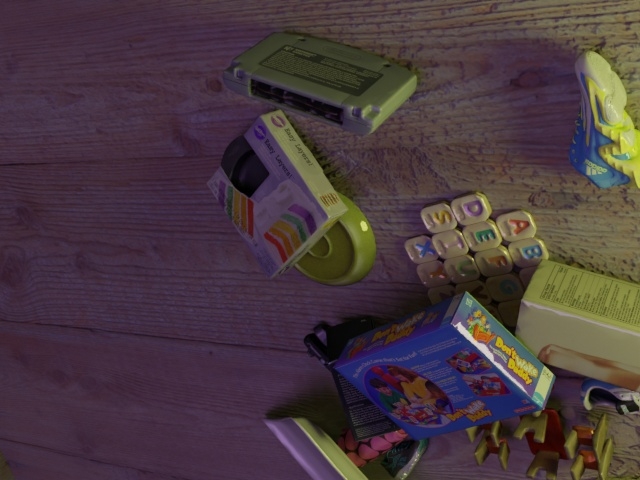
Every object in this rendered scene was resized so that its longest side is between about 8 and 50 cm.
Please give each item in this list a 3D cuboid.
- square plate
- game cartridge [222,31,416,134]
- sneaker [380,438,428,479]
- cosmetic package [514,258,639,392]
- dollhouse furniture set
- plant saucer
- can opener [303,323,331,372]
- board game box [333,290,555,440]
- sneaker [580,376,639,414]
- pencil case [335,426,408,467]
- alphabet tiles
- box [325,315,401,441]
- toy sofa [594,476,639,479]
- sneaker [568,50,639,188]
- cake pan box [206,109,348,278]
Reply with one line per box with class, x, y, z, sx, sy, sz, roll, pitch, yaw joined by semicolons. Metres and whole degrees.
square plate;0.021;0.532;2.080;0.347;0.049;0.344;48;161;-2
game cartridge;0.006;-0.283;1.549;0.297;0.198;0.062;22;128;22
sneaker;0.186;0.488;2.016;0.076;0.065;0.166;38;130;14
cosmetic package;0.497;0.153;1.526;0.296;0.153;0.129;18;126;21
dollhouse furniture set;0.429;0.344;1.746;0.262;0.135;0.259;2;130;33
plant saucer;0.000;0.000;1.843;0.241;0.037;0.241;16;125;24
can opener;0.034;0.274;1.979;0.186;0.059;0.073;51;132;-4
board game box;0.217;0.241;1.623;0.233;0.078;0.347;43;142;-13
sneaker;0.585;0.280;1.594;0.237;0.086;0.085;-5;137;39
pencil case;0.121;0.437;2.011;0.209;0.095;0.098;-42;47;41
alphabet tiles;0.300;0.046;1.686;0.278;0.021;0.284;-15;109;38
box;0.091;0.290;1.871;0.108;0.153;0.207;-16;111;5
toy sofa;0.556;0.612;1.648;0.177;0.362;0.150;-11;111;43
sneaker;0.433;-0.176;1.409;0.126;0.091;0.240;-20;107;41
cake pan box;-0.095;-0.094;1.791;0.246;0.070;0.267;-42;76;41
